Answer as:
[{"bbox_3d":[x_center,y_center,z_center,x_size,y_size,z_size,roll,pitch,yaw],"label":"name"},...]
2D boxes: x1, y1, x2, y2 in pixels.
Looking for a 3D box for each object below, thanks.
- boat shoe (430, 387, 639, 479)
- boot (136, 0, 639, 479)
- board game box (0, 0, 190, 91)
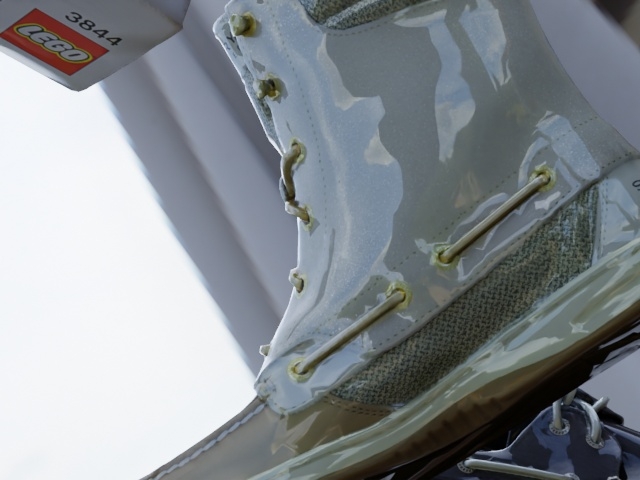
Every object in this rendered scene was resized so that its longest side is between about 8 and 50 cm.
[{"bbox_3d":[0.077,0.077,0.691,0.206,0.065,0.075,1,6,8],"label":"boat shoe"},{"bbox_3d":[0.000,0.000,0.641,0.213,0.165,0.077,-31,-17,7],"label":"boot"},{"bbox_3d":[-0.073,-0.209,0.414,0.053,0.193,0.305,-19,48,54],"label":"board game box"}]
